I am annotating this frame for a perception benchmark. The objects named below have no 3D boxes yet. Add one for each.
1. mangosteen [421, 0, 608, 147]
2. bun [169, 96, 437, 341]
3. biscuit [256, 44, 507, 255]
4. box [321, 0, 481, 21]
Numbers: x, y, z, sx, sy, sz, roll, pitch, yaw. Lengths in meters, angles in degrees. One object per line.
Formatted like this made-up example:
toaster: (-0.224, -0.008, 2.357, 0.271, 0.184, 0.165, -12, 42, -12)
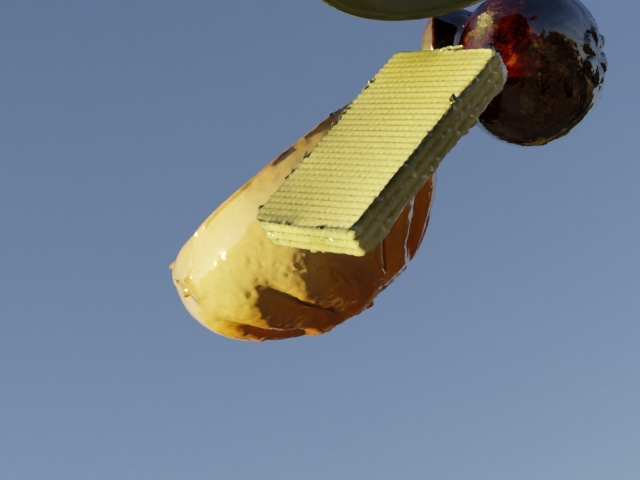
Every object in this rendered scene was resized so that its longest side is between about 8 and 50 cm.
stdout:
mangosteen: (0.191, -0.173, 1.340, 0.184, 0.172, 0.172, 7, -25, 14)
bun: (0.000, 0.000, 1.326, 0.299, 0.165, 0.299, -41, -3, -3)
biscuit: (0.049, -0.070, 1.023, 0.121, 0.199, 0.040, 6, -40, 53)
box: (0.078, -0.310, 1.130, 0.226, 0.149, 0.226, -11, -26, -6)
